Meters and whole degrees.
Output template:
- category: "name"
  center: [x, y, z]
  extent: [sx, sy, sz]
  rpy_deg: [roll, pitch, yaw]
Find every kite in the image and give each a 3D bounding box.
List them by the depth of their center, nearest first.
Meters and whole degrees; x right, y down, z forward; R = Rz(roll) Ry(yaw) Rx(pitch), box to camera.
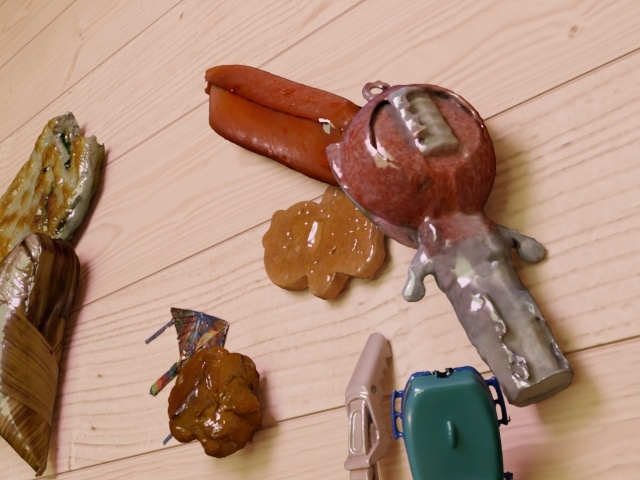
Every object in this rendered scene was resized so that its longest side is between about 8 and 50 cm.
- category: "kite"
  center: [-0.167, 0.146, 0.970]
  extent: [0.160, 0.010, 0.183]
  rpy_deg: [-42, 47, 24]

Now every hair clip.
- category: "hair clip"
  center: [0.038, 0.183, 0.698]
  extent: [0.034, 0.072, 0.226]
  rpy_deg: [-20, 57, 35]

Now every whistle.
- category: "whistle"
  center: [0.110, -0.021, 0.688]
  extent: [0.133, 0.142, 0.346]
  rpy_deg: [-61, 43, 44]

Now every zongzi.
- category: "zongzi"
  center: [-0.416, 0.158, 1.147]
  extent: [0.288, 0.134, 0.286]
  rpy_deg: [36, 94, 34]

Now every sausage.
- category: "sausage"
  center: [-0.040, -0.139, 0.916]
  extent: [0.330, 0.102, 0.102]
  rpy_deg: [30, 93, 49]

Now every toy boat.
- category: "toy boat"
  center: [0.109, 0.177, 0.622]
  extent: [0.091, 0.110, 0.175]
  rpy_deg: [-9, 97, 6]

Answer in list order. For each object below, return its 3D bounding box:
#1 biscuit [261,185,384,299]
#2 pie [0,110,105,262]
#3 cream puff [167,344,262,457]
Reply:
- category: "biscuit"
  center: [0.003, 0.004, 0.852]
  extent: [0.184, 0.027, 0.133]
  rpy_deg: [-25, 54, 38]
- category: "pie"
  center: [-0.477, -0.077, 1.354]
  extent: [0.302, 0.067, 0.302]
  rpy_deg: [-20, 58, 36]
- category: "cream puff"
  center: [-0.109, 0.175, 0.843]
  extent: [0.116, 0.094, 0.122]
  rpy_deg: [-65, 18, -5]
